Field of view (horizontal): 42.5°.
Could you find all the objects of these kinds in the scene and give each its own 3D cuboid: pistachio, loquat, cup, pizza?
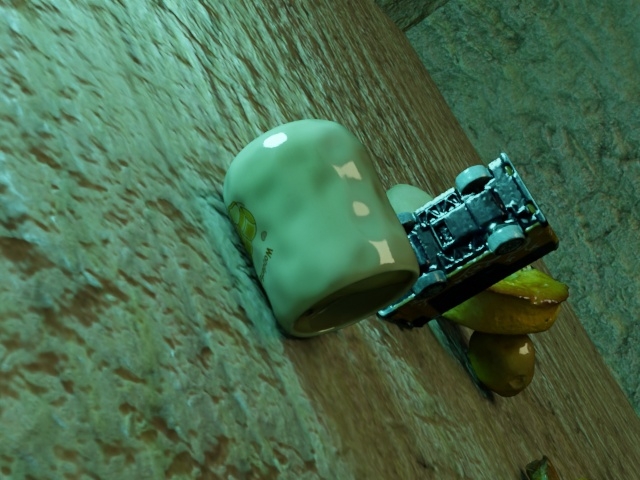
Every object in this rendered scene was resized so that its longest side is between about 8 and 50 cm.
[{"bbox_3d":[0.167,-0.041,1.500,0.113,0.113,0.149,30,27,-54],"label":"pistachio"},{"bbox_3d":[0.323,0.210,1.476,0.137,0.113,0.137,57,-13,22],"label":"loquat"},{"bbox_3d":[0.015,-0.011,0.951,0.255,0.173,0.202,18,43,-62],"label":"cup"},{"bbox_3d":[0.368,0.436,1.288,0.182,0.063,0.161,67,13,16],"label":"pizza"}]

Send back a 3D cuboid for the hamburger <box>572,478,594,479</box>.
[{"bbox_3d":[0.265,0.393,0.909,0.246,0.170,0.246,40,37,-38],"label":"hamburger"}]

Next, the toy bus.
[{"bbox_3d":[0.203,0.011,1.238,0.167,0.275,0.138,31,31,-59],"label":"toy bus"}]

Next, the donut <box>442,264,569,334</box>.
[{"bbox_3d":[0.310,0.090,1.462,0.253,0.254,0.118,-15,112,-71],"label":"donut"}]
